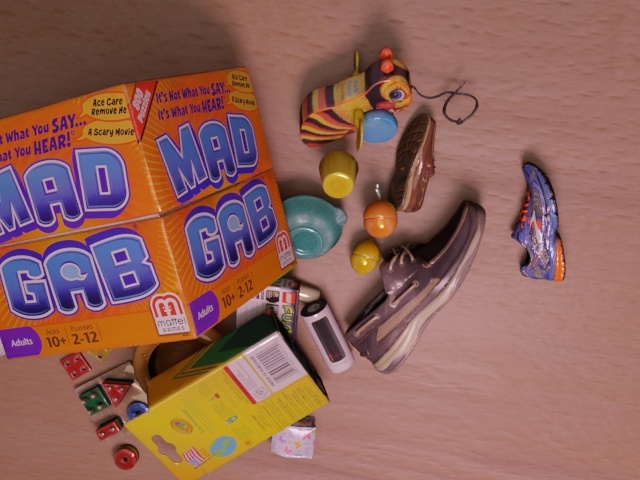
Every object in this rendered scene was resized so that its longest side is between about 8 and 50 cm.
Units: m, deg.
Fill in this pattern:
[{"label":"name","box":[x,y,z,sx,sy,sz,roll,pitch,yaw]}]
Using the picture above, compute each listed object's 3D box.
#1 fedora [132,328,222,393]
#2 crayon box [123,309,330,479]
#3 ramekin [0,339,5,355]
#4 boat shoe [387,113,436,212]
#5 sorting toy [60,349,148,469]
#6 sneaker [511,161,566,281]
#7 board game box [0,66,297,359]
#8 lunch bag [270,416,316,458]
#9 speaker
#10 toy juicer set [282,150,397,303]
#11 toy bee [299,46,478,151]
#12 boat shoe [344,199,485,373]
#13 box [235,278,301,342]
[{"label":"fedora","box":[-0.255,0.228,1.546,0.194,0.079,0.194,1,103,6]},{"label":"crayon box","box":[-0.170,0.288,1.474,0.318,0.081,0.202,-30,122,2]},{"label":"ramekin","box":[-0.619,0.120,1.495,0.207,0.207,0.109,39,111,-4]},{"label":"boat shoe","box":[0.172,-0.135,1.448,0.060,0.064,0.178,9,101,-32]},{"label":"sorting toy","box":[-0.404,0.317,1.594,0.132,0.046,0.274,-27,98,10]},{"label":"sneaker","box":[0.379,-0.029,1.439,0.087,0.083,0.221,-9,98,15]},{"label":"board game box","box":[-0.303,-0.052,1.304,0.356,0.356,0.356,-10,101,24]},{"label":"lunch bag","box":[-0.053,0.378,1.575,0.083,0.053,0.071,4,105,-6]},{"label":"speaker","box":[0.014,0.179,1.510,0.055,0.055,0.136,-21,113,9]},{"label":"toy juicer set","box":[0.000,0.000,1.483,0.209,0.089,0.329,35,119,-21]},{"label":"toy bee","box":[0.090,-0.257,1.372,0.298,0.162,0.195,-28,54,2]},{"label":"boat shoe","box":[0.164,0.073,1.451,0.130,0.132,0.355,31,102,-2]},{"label":"box","box":[-0.100,0.165,1.514,0.114,0.036,0.207,7,118,3]}]
